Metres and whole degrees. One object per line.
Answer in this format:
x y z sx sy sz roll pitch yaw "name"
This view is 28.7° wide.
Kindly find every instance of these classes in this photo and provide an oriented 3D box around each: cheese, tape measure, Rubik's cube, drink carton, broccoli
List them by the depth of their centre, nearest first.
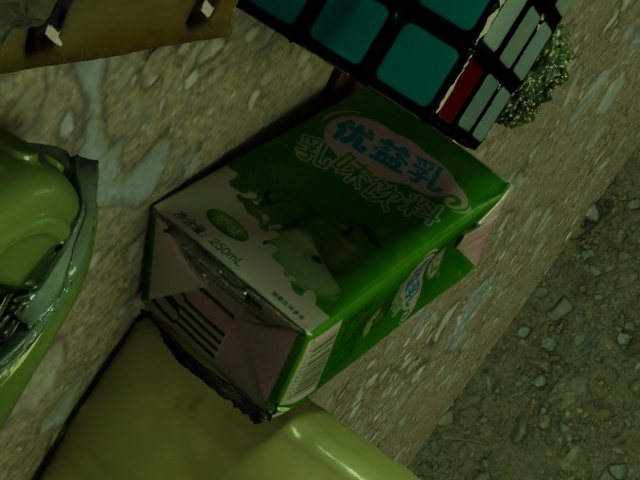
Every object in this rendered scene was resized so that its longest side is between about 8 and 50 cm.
-0.183 0.030 0.611 0.200 0.106 0.175 -57 166 -4 "tape measure"
0.066 -0.172 0.824 0.162 0.161 0.163 -59 163 7 "Rubik's cube"
0.000 0.000 0.959 0.271 0.161 0.108 -33 154 -40 "drink carton"
0.164 -0.177 0.962 0.204 0.118 0.122 -54 151 -19 "broccoli"
-0.079 0.224 0.980 0.242 0.265 0.124 -60 163 11 "cheese"

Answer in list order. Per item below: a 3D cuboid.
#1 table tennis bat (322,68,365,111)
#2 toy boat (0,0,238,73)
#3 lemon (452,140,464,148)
0.049 -0.121 1.117 0.131 0.022 0.234 -51 161 -16 "table tennis bat"
-0.079 -0.143 0.544 0.445 0.136 0.162 -30 154 -57 "toy boat"
0.126 -0.118 1.258 0.083 0.062 0.062 -55 164 -18 "lemon"
